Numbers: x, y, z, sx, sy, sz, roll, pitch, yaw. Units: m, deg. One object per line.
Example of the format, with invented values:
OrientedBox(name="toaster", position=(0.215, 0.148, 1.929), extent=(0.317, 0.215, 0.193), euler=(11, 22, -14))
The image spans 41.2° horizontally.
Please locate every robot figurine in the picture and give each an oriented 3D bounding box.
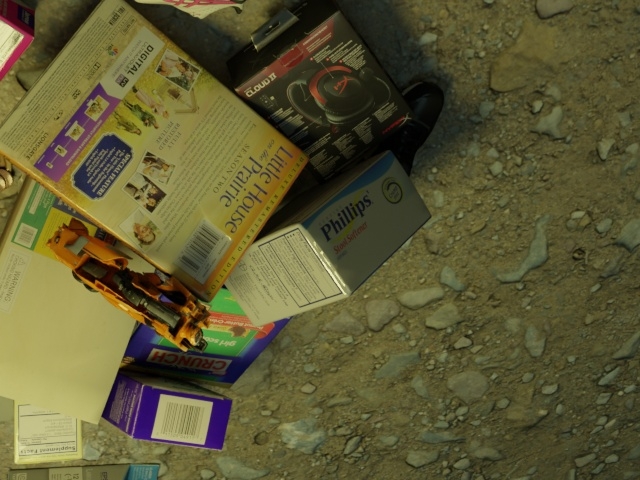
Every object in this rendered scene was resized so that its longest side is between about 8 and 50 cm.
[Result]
OrientedBox(name="robot figurine", position=(-0.296, 0.077, 1.368), extent=(0.085, 0.291, 0.211), euler=(-56, 158, -14))

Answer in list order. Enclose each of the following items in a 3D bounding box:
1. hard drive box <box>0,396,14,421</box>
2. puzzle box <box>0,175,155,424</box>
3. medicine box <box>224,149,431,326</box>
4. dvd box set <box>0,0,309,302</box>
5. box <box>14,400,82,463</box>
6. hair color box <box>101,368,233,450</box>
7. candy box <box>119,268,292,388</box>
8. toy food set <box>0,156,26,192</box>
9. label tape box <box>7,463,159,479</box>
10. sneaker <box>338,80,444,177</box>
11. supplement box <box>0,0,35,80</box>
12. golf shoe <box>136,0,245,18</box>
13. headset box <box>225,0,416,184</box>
OrientedBox(name="hard drive box", position=(-0.620, 0.199, 1.603), extent=(0.089, 0.181, 0.232), euler=(-1, 127, -17))
OrientedBox(name="puzzle box", position=(-0.443, 0.087, 1.489), extent=(0.272, 0.052, 0.409), euler=(28, 72, -32))
OrientedBox(name="medicine box", position=(0.000, 0.000, 1.501), extent=(0.289, 0.263, 0.149), euler=(-22, 105, 50))
OrientedBox(name="dvd box set", position=(-0.259, -0.142, 1.359), extent=(0.420, 0.062, 0.308), euler=(38, 75, -20))
OrientedBox(name="box", position=(-0.513, 0.275, 1.609), extent=(0.117, 0.213, 0.243), euler=(0, 88, -17))
OrientedBox(name="hair color box", position=(-0.328, 0.327, 1.705), extent=(0.185, 0.339, 0.110), euler=(16, 81, -27))
OrientedBox(name="candy box", position=(-0.234, 0.150, 1.688), extent=(0.268, 0.122, 0.317), euler=(15, 136, -28))
OrientedBox(name="toy food set", position=(-0.592, -0.120, 1.452), extent=(0.192, 0.038, 0.132), euler=(-1, 127, -17))
OrientedBox(name="label tape box", position=(-0.568, 0.659, 2.029), extent=(0.347, 0.115, 0.249), euler=(3, 126, -18))
OrientedBox(name="sneaker", position=(0.152, -0.159, 1.601), extent=(0.107, 0.124, 0.283), euler=(21, 118, -31))
OrientedBox(name="supplement box", position=(-0.543, -0.341, 1.245), extent=(0.114, 0.111, 0.220), euler=(-43, 128, 16))
OrientedBox(name="golf shoe", position=(-0.206, -0.386, 1.346), extent=(0.186, 0.067, 0.086), euler=(-8, 130, -12))
OrientedBox(name="headset box", position=(-0.005, -0.271, 1.472), extent=(0.218, 0.110, 0.293), euler=(-36, 129, 11))
